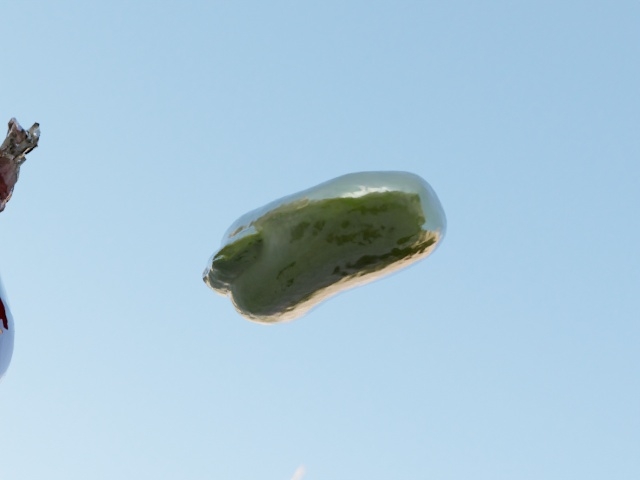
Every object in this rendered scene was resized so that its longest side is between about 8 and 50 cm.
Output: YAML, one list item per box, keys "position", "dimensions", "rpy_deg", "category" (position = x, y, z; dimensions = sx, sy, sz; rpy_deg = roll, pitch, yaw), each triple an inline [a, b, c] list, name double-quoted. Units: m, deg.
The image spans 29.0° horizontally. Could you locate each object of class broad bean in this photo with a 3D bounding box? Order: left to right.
- position: [0.000, 0.000, 0.879]
  dimensions: [0.174, 0.082, 0.124]
  rpy_deg: [-28, -21, 15]
  category: "broad bean"

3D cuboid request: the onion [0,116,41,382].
- position: [-0.179, -0.006, 0.564]
  dimensions: [0.150, 0.140, 0.150]
  rpy_deg: [45, -3, 3]
  category: "onion"
